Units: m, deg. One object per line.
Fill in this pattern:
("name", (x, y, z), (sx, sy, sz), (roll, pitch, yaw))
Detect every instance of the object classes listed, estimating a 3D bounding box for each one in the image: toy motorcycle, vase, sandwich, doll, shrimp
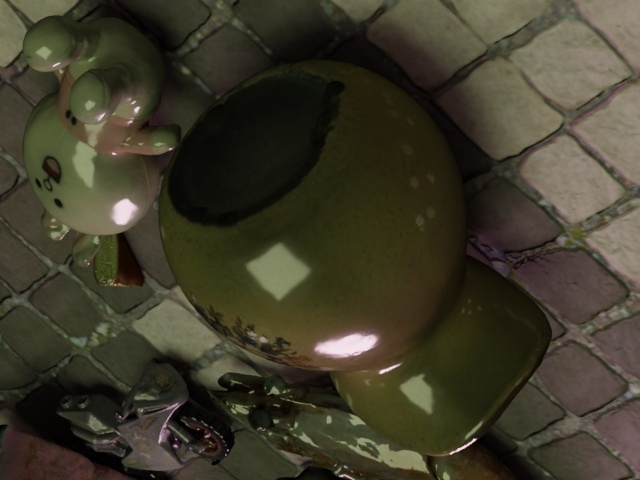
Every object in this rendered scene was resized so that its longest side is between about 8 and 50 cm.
("toy motorcycle", (-0.189, 0.181, 1.962), (0.215, 0.080, 0.122), (-5, 128, 40))
("vase", (0.000, 0.000, 1.593), (0.329, 0.241, 0.302), (25, 163, 50))
("sandwich", (-0.196, 0.026, 1.836), (0.031, 0.044, 0.083), (-2, 133, 25))
("doll", (-0.190, -0.091, 1.669), (0.155, 0.113, 0.275), (38, 148, 18))
("shrimp", (0.049, 0.228, 1.881), (0.360, 0.085, 0.247), (25, 146, 0))

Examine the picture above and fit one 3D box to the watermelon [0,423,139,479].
("watermelon", (-0.280, 0.374, 2.071), (0.319, 0.292, 0.222), (20, 162, -37))
